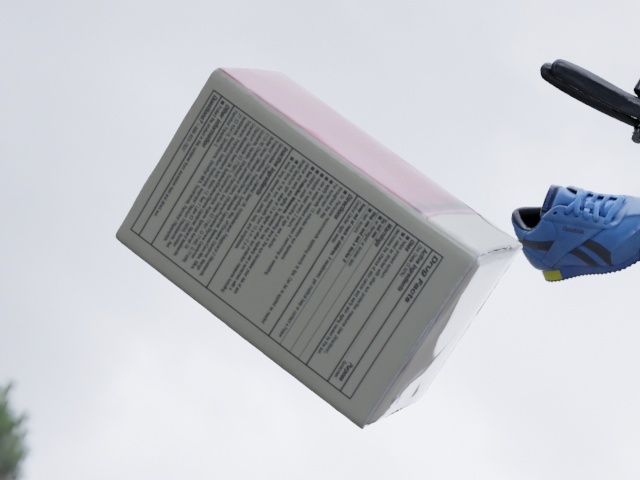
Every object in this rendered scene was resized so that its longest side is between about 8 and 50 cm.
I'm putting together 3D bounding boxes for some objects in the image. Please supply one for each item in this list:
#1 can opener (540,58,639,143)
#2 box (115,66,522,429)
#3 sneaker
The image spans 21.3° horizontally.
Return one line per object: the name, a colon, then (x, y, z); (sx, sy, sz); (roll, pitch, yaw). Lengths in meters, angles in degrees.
can opener: (0.335, -0.165, 1.963); (0.186, 0.073, 0.059); (19, -20, -16)
box: (0.000, 0.000, 1.208); (0.232, 0.148, 0.127); (37, 16, 15)
sneaker: (0.250, -0.016, 1.584); (0.082, 0.069, 0.209); (53, -28, -12)
